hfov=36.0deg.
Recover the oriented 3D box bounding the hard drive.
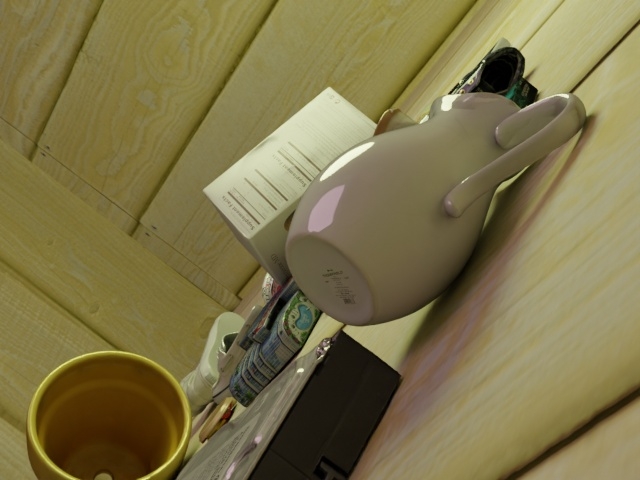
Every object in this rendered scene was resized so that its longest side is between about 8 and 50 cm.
[{"bbox_3d":[-0.086,0.223,0.726,0.237,0.064,0.339,-56,6,-36],"label":"hard drive"}]

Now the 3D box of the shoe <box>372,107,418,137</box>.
[{"bbox_3d":[0.078,-0.057,1.226,0.076,0.058,0.219,-40,-28,-53],"label":"shoe"}]

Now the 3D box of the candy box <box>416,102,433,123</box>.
[{"bbox_3d":[0.115,-0.100,1.356,0.206,0.027,0.105,-60,4,-3],"label":"candy box"}]

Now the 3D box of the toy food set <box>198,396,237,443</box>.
[{"bbox_3d":[-0.153,0.268,1.459,0.083,0.020,0.083,-53,4,-7],"label":"toy food set"}]

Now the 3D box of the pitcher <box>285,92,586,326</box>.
[{"bbox_3d":[0.085,-0.035,0.717,0.207,0.125,0.177,-42,13,-31],"label":"pitcher"}]

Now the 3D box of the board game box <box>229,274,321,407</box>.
[{"bbox_3d":[-0.042,0.102,1.341,0.194,0.060,0.194,-51,4,34],"label":"board game box"}]

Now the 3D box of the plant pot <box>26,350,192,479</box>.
[{"bbox_3d":[-0.351,0.348,1.611,0.254,0.254,0.239,-56,-10,-42],"label":"plant pot"}]

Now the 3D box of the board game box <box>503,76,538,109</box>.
[{"bbox_3d":[0.137,-0.066,0.954,0.186,0.026,0.126,-51,4,31],"label":"board game box"}]

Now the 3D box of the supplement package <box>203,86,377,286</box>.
[{"bbox_3d":[-0.021,-0.077,1.433,0.244,0.134,0.139,-41,-38,-7],"label":"supplement package"}]

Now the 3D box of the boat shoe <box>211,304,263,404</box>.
[{"bbox_3d":[-0.125,0.175,1.555,0.226,0.075,0.083,-50,4,35],"label":"boat shoe"}]

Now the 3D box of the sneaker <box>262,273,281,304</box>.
[{"bbox_3d":[-0.001,0.000,1.567,0.270,0.090,0.145,-58,8,-29],"label":"sneaker"}]

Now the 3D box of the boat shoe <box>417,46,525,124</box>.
[{"bbox_3d":[0.159,-0.143,1.098,0.183,0.065,0.083,-53,2,-23],"label":"boat shoe"}]

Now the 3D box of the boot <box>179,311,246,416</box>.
[{"bbox_3d":[-0.208,0.234,1.868,0.123,0.095,0.258,-44,7,20],"label":"boot"}]

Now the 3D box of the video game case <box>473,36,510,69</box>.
[{"bbox_3d":[0.200,-0.197,1.465,0.190,0.022,0.173,-55,4,-40],"label":"video game case"}]
